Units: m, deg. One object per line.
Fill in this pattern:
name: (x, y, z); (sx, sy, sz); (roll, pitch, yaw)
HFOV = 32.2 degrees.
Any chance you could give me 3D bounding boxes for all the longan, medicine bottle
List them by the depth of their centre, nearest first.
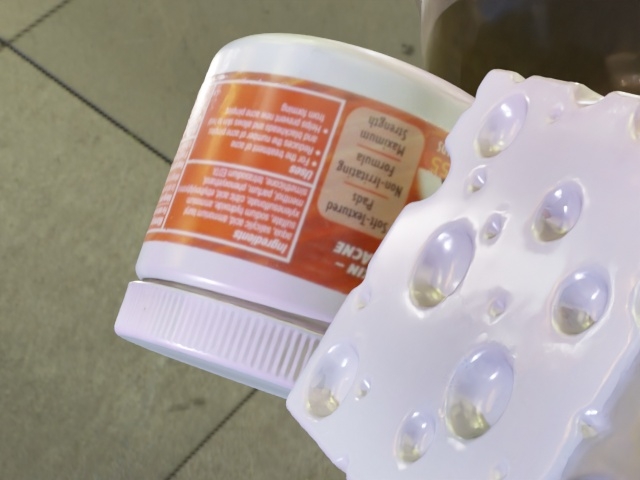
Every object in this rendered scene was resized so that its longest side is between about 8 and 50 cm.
medicine bottle: (0.000, 0.000, 0.845); (0.253, 0.252, 0.240); (18, 81, 8)
longan: (0.224, -0.212, 1.025); (0.319, 0.319, 0.318); (2, 56, -3)

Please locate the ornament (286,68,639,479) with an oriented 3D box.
ornament: (0.169, 0.079, 0.588); (0.239, 0.240, 0.239); (31, 92, -24)
